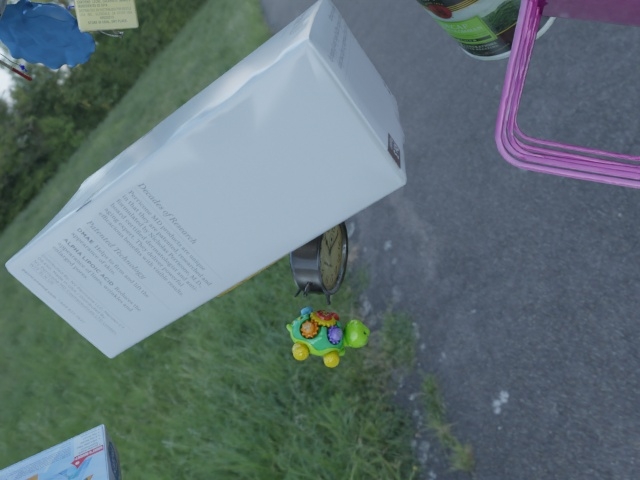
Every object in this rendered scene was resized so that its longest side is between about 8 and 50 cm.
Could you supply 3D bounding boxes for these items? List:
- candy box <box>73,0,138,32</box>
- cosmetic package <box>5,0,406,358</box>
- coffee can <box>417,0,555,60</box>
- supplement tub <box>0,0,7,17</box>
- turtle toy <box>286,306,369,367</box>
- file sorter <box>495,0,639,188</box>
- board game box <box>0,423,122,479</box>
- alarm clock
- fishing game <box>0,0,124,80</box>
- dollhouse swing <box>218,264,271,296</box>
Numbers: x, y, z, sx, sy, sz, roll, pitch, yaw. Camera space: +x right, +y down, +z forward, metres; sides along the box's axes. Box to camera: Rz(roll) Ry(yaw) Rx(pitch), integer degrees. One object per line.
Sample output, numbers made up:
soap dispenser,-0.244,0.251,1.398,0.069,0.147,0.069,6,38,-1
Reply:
candy box,-0.322,-0.469,0.788,0.183,0.087,0.317,-127,30,-54
cosmetic package,-0.109,-0.064,0.606,0.385,0.156,0.217,-32,24,20
coffee can,0.232,-0.437,0.887,0.201,0.275,0.202,-18,62,39
supplement tub,-0.651,-0.444,0.849,0.193,0.316,0.194,-4,83,40
turtle toy,0.011,0.144,0.890,0.095,0.130,0.066,-104,30,-67
file sorter,0.297,-0.164,0.589,0.290,0.202,0.182,-31,-48,-64
board game box,-0.395,0.410,0.693,0.318,0.318,0.066,43,151,59
alarm clock,0.000,0.000,0.904,0.064,0.129,0.192,6,79,23
fishing game,-0.530,-0.396,1.094,0.264,0.189,0.041,-16,68,24
dollhouse swing,-0.179,-0.083,1.427,0.346,0.305,0.315,-33,3,-3
